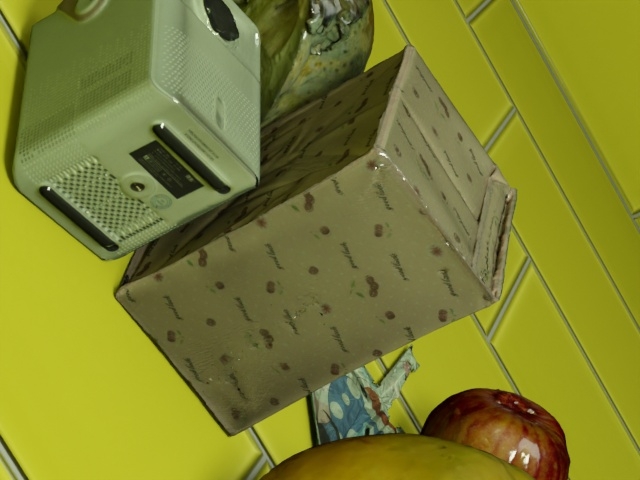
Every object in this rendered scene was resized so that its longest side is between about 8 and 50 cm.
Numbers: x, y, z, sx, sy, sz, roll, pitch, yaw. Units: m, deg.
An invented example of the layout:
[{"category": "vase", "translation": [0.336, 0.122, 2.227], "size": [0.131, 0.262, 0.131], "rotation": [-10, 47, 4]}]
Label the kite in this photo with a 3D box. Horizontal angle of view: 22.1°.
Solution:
[{"category": "kite", "translation": [0.056, 0.188, 1.758], "size": [0.406, 0.014, 0.368], "rotation": [60, 23, -5]}]

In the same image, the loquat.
[{"category": "loquat", "translation": [0.065, 0.281, 1.351], "size": [0.276, 0.284, 0.276], "rotation": [41, 38, -43]}]

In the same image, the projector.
[{"category": "projector", "translation": [-0.157, -0.130, 1.446], "size": [0.163, 0.177, 0.242], "rotation": [46, 28, -37]}]

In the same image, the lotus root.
[{"category": "lotus root", "translation": [-0.042, -0.231, 1.642], "size": [0.149, 0.260, 0.267], "rotation": [0, 63, -42]}]

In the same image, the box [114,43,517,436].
[{"category": "box", "translation": [0.000, 0.000, 1.492], "size": [0.190, 0.297, 0.225], "rotation": [51, 26, -19]}]

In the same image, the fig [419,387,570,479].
[{"category": "fig", "translation": [0.172, 0.264, 1.738], "size": [0.175, 0.207, 0.175], "rotation": [16, 17, -5]}]
